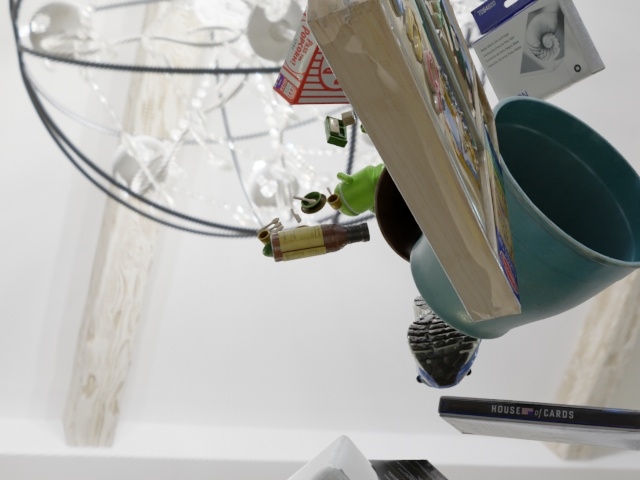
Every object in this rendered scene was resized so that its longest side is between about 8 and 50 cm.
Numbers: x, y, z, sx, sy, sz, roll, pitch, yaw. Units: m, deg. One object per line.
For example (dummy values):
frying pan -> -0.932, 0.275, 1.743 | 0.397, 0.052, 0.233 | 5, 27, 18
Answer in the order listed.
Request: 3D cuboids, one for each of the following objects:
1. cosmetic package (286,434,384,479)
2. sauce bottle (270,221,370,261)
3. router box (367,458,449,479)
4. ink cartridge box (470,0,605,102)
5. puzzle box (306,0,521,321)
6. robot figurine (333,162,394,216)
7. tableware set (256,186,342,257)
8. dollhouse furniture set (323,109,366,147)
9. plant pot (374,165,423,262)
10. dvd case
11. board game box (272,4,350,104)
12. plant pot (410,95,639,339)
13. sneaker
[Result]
cosmetic package -> 0.020, 0.455, 0.839 | 0.329, 0.327, 0.393 | -39, -98, -1
sauce bottle -> 0.000, 0.000, 1.113 | 0.128, 0.042, 0.042 | -8, -66, -5
router box -> 0.129, 0.348, 1.121 | 0.133, 0.179, 0.046 | 8, -77, -29
ink cartridge box -> 0.376, -0.362, 1.554 | 0.045, 0.223, 0.223 | -24, -92, -34
puzzle box -> 0.095, -0.141, 0.761 | 0.052, 0.272, 0.409 | -13, -38, 20
robot figurine -> 0.071, -0.083, 1.447 | 0.115, 0.067, 0.101 | -29, -56, 27
tableware set -> -0.036, -0.033, 1.396 | 0.154, 0.104, 0.024 | -31, -51, 1
dollhouse furniture set -> 0.055, -0.223, 1.375 | 0.076, 0.058, 0.151 | 13, -47, -17
plant pot -> 0.218, -0.057, 1.422 | 0.216, 0.230, 0.215 | 0, -91, 15
dvd case -> 0.284, 0.234, 1.094 | 0.179, 0.239, 0.029 | 48, -133, -63
board game box -> 0.042, -0.256, 1.154 | 0.194, 0.045, 0.146 | -11, -44, -45
plant pot -> 0.259, -0.008, 1.144 | 0.272, 0.271, 0.255 | 15, -43, -26
sneaker -> 0.221, 0.193, 1.473 | 0.130, 0.330, 0.147 | -7, -80, 10
